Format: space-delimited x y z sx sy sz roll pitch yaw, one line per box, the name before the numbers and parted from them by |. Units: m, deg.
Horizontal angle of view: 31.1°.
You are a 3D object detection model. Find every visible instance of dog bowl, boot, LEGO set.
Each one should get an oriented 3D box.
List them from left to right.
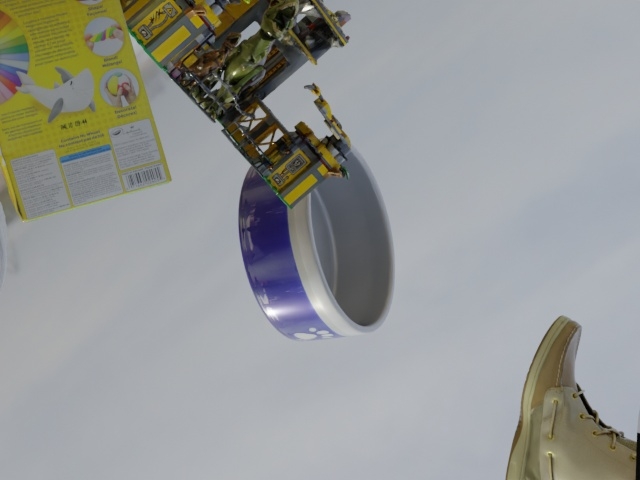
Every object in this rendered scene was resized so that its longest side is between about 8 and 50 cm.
LEGO set | -0.060 -0.211 1.091 0.192 0.331 0.255 -41 -143 2
dog bowl | 0.000 0.000 1.537 0.104 0.265 0.265 -11 -154 25
boot | 0.295 0.198 1.220 0.077 0.165 0.213 -3 106 -60

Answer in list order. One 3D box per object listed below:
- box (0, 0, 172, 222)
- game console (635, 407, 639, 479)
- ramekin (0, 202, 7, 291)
box | -0.175 -0.111 0.767 0.105 0.179 0.043 -16 -174 -15
game console | 0.314 0.337 0.982 0.060 0.386 0.342 1 -174 9
ramekin | -0.529 -0.001 1.477 0.273 0.273 0.127 -41 -162 12
